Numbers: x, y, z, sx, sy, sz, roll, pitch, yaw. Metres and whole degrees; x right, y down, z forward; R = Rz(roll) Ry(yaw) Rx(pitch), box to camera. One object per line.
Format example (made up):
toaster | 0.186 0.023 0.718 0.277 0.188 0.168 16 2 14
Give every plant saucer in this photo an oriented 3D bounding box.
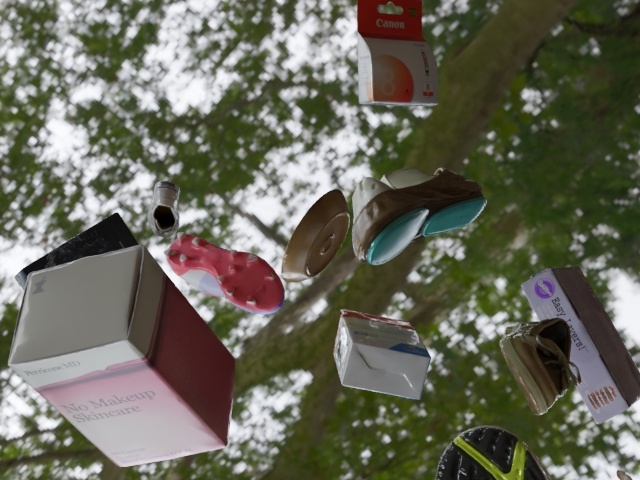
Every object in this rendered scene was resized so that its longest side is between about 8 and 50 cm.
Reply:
plant saucer | 0.000 0.000 0.858 0.015 0.083 0.083 31 -151 20

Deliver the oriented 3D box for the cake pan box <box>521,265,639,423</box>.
cake pan box | 0.444 0.161 1.838 0.267 0.070 0.246 62 -161 10

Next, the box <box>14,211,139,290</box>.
box | -0.312 0.070 1.527 0.158 0.093 0.156 -34 -85 -22

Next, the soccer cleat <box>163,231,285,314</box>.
soccer cleat | -0.136 0.058 1.672 0.083 0.248 0.095 -55 -39 -17

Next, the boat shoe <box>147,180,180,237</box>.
boat shoe | -0.165 -0.023 1.161 0.035 0.100 0.035 10 -120 -9

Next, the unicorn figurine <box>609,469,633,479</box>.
unicorn figurine | 0.396 0.364 1.449 0.060 0.162 0.111 -32 -88 -38

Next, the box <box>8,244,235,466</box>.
box | -0.210 0.134 1.215 0.232 0.148 0.127 58 -155 -45

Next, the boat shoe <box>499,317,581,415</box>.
boat shoe | 0.311 0.161 1.545 0.104 0.089 0.285 63 -168 -7

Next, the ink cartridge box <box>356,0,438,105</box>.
ink cartridge box | 0.129 -0.311 1.806 0.145 0.045 0.179 -4 -84 -36

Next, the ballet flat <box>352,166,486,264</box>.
ballet flat | 0.126 -0.053 1.682 0.124 0.116 0.342 43 -143 20

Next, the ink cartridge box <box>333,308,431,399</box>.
ink cartridge box | 0.097 0.186 1.854 0.134 0.078 0.231 12 -171 -5

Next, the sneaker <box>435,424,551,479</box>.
sneaker | 0.242 0.370 1.141 0.147 0.145 0.385 7 -115 -74
